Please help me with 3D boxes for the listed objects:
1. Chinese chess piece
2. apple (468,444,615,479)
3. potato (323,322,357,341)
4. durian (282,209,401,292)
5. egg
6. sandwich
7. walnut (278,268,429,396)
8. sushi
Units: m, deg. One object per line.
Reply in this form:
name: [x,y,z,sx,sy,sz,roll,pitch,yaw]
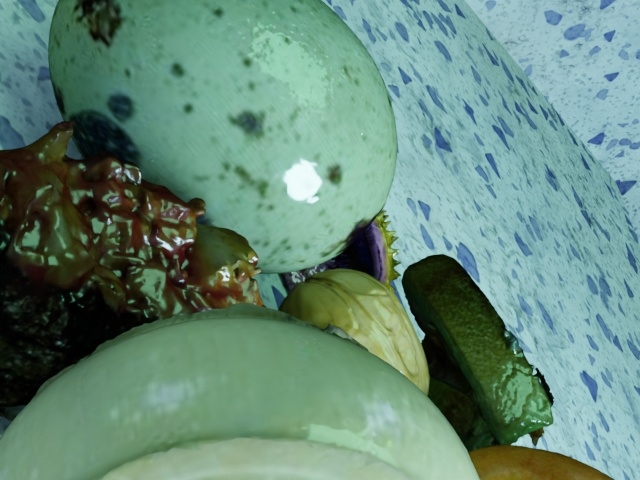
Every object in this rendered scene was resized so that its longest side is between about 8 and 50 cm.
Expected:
Chinese chess piece: [-0.058,0.208,0.653,0.338,0.338,0.140,47,13,-25]
apple: [0.219,0.355,1.033,0.299,0.299,0.275,-85,151,-51]
potato: [-0.011,0.235,0.944,0.239,0.116,0.299,41,43,-50]
durian: [0.013,-0.005,1.286,0.186,0.153,0.261,48,21,-87]
egg: [-0.093,-0.126,1.012,0.379,0.287,0.288,29,37,-28]
sandwich: [0.152,0.179,1.254,0.301,0.162,0.250,80,-15,-62]
walnut: [0.033,0.131,1.115,0.207,0.159,0.159,60,25,-6]
sushi: [-0.160,0.057,0.811,0.343,0.182,0.196,26,42,-45]
